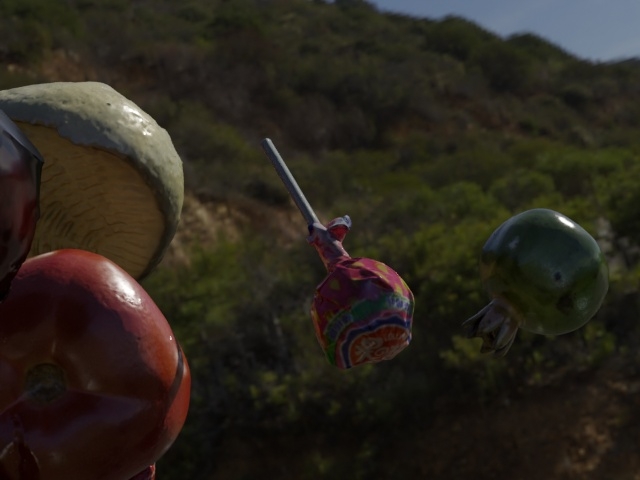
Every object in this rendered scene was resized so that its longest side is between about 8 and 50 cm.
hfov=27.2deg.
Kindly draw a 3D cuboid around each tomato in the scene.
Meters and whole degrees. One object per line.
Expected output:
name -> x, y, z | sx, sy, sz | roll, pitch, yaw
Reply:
tomato -> -0.293, 0.153, 1.527 | 0.298, 0.299, 0.226 | -16, -8, 4

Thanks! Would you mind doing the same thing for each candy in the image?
candy -> 0.000, 0.000, 1.592 | 0.124, 0.365, 0.124 | -18, -40, -16

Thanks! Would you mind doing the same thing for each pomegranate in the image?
pomegranate -> 0.291, 0.066, 1.840 | 0.225, 0.187, 0.187 | -44, 6, -17

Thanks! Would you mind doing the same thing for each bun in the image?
bun -> -0.359, -0.090, 1.866 | 0.364, 0.364, 0.202 | -17, 40, 22

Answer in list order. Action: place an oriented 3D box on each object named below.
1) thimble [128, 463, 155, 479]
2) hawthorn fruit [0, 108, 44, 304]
thimble -> -0.343, 0.357, 1.963 | 0.189, 0.163, 0.125 | 8, -26, -7
hawthorn fruit -> -0.400, -0.039, 1.197 | 0.316, 0.316, 0.316 | -16, -3, -1
